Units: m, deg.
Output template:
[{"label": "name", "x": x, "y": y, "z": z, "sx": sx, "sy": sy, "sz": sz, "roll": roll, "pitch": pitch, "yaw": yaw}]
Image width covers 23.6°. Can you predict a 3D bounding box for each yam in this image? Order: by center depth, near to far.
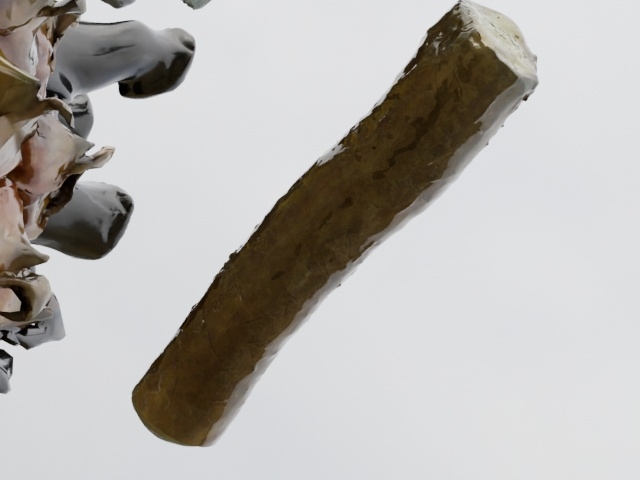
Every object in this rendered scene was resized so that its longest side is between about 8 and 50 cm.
[{"label": "yam", "x": 0.000, "y": 0.000, "z": 0.811, "sx": 0.066, "sy": 0.066, "sz": 0.300, "roll": 46, "pitch": -69, "yaw": 10}]

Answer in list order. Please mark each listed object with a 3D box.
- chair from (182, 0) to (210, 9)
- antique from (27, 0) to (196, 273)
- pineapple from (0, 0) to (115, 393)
[{"label": "chair", "x": 0.005, "y": -0.306, "z": 0.937, "sx": 0.186, "sy": 0.319, "sz": 0.160, "roll": 63, "pitch": 3, "yaw": 40}, {"label": "antique", "x": -0.255, "y": -0.111, "z": 1.138, "sx": 0.185, "sy": 0.322, "sz": 0.255, "roll": 11, "pitch": -16, "yaw": 45}, {"label": "pineapple", "x": -0.114, "y": -0.138, "z": 0.402, "sx": 0.262, "sy": 0.262, "sz": 0.272, "roll": 40, "pitch": -76, "yaw": 17}]
